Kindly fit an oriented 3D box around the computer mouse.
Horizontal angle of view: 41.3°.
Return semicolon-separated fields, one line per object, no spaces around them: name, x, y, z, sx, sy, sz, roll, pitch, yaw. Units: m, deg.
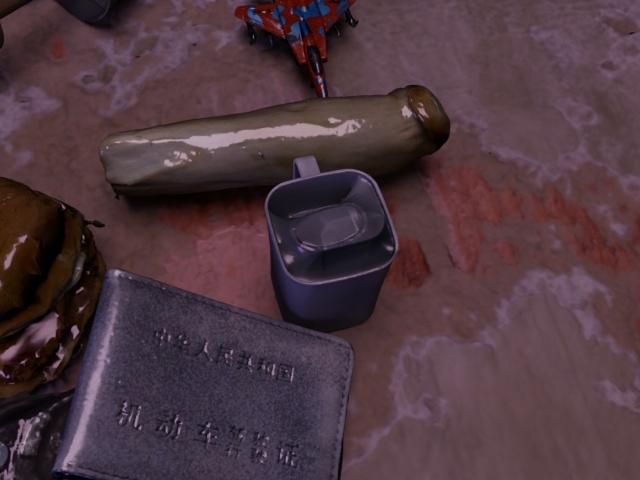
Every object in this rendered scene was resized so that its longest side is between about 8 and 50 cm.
computer mouse;-0.180;0.160;0.648;0.192;0.062;0.106;-13;79;-27

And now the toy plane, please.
toy plane;-0.016;-0.204;0.865;0.130;0.061;0.189;-10;67;-9

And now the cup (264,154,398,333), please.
cup;0.000;0.000;0.716;0.095;0.129;0.128;-14;64;-11

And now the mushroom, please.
mushroom;-0.037;-0.085;0.773;0.312;0.100;0.081;-9;84;-5

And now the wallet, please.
wallet;-0.078;0.125;0.655;0.222;0.036;0.167;21;60;-21

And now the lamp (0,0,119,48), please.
lamp;-0.265;-0.266;0.843;0.121;0.121;0.215;37;54;15

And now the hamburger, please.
hamburger;-0.283;0.022;0.690;0.206;0.130;0.183;20;60;9
